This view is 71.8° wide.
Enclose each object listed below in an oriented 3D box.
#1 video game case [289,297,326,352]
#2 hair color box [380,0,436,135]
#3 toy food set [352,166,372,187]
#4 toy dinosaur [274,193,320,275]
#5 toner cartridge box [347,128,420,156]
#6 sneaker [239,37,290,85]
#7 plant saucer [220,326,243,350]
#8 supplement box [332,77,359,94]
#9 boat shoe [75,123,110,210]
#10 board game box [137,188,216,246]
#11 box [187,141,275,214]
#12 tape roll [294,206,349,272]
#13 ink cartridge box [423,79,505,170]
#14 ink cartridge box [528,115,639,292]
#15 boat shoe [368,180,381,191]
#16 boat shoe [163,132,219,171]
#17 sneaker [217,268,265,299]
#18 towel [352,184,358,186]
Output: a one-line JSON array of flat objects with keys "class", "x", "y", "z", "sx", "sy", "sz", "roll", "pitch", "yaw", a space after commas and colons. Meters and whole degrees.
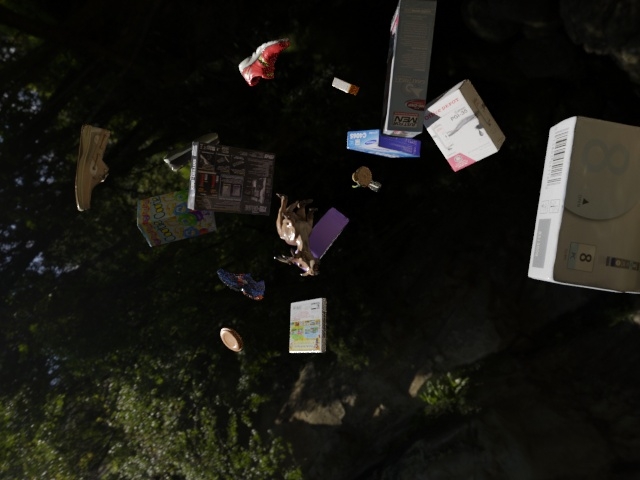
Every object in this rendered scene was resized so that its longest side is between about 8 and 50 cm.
[{"class": "video game case", "x": -0.052, "y": 0.346, "z": 1.781, "sx": 0.026, "sy": 0.227, "sz": 0.206, "roll": 12, "pitch": -109, "yaw": -35}, {"class": "hair color box", "x": 0.267, "y": -0.519, "z": 1.377, "sx": 0.113, "sy": 0.375, "sz": 0.185, "roll": 5, "pitch": -172, "yaw": 1}, {"class": "toy food set", "x": 0.171, "y": -0.253, "z": 1.763, "sx": 0.082, "sy": 0.020, "sz": 0.083, "roll": 45, "pitch": -110, "yaw": -25}, {"class": "toy dinosaur", "x": -0.091, "y": -0.027, "z": 1.429, "sx": 0.127, "sy": 0.200, "sz": 0.296, "roll": 2, "pitch": -152, "yaw": -19}, {"class": "toner cartridge box", "x": 0.288, "y": -0.424, "z": 1.959, "sx": 0.347, "sy": 0.165, "sz": 0.075, "roll": -2, "pitch": -84, "yaw": -48}, {"class": "sneaker", "x": -0.214, "y": -0.736, "z": 1.830, "sx": 0.107, "sy": 0.279, "sz": 0.118, "roll": -36, "pitch": -78, "yaw": -48}, {"class": "plant saucer", "x": -0.267, "y": 0.297, "z": 1.323, "sx": 0.083, "sy": 0.083, "sz": 0.013, "roll": 51, "pitch": -136, "yaw": 0}, {"class": "supplement box", "x": 0.108, "y": -0.662, "z": 1.900, "sx": 0.098, "sy": 0.036, "sz": 0.062, "roll": 37, "pitch": -155, "yaw": 32}, {"class": "boat shoe", "x": -0.772, "y": -0.246, "z": 1.505, "sx": 0.098, "sy": 0.109, "sz": 0.302, "roll": 7, "pitch": -106, "yaw": -29}, {"class": "board game box", "x": -0.585, "y": -0.102, "z": 1.809, "sx": 0.142, "sy": 0.275, "sz": 0.144, "roll": 82, "pitch": 171, "yaw": -51}, {"class": "box", "x": -0.328, "y": -0.226, "z": 1.658, "sx": 0.307, "sy": 0.243, "sz": 0.076, "roll": 1, "pitch": -171, "yaw": -34}, {"class": "tape roll", "x": 0.000, "y": 0.000, "z": 1.775, "sx": 0.090, "sy": 0.275, "sz": 0.275, "roll": 37, "pitch": -153, "yaw": 2}, {"class": "ink cartridge box", "x": 0.551, "y": -0.447, "z": 1.738, "sx": 0.283, "sy": 0.207, "sz": 0.117, "roll": 52, "pitch": -131, "yaw": -12}, {"class": "ink cartridge box", "x": 0.621, "y": -0.049, "z": 0.853, "sx": 0.385, "sy": 0.308, "sz": 0.091, "roll": 8, "pitch": 179, "yaw": -3}, {"class": "boat shoe", "x": 0.258, "y": -0.300, "z": 2.317, "sx": 0.133, "sy": 0.042, "sz": 0.049, "roll": 35, "pitch": -125, "yaw": 22}, {"class": "boat shoe", "x": -0.480, "y": -0.336, "z": 1.685, "sx": 0.081, "sy": 0.227, "sz": 0.069, "roll": -102, "pitch": -13, "yaw": -55}, {"class": "sneaker", "x": -0.331, "y": 0.172, "z": 1.861, "sx": 0.221, "sy": 0.083, "sz": 0.087, "roll": 26, "pitch": -109, "yaw": 0}, {"class": "towel", "x": 0.209, "y": -0.281, "z": 2.231, "sx": 0.083, "sy": 0.060, "sz": 0.009, "roll": -15, "pitch": -82, "yaw": -22}]
